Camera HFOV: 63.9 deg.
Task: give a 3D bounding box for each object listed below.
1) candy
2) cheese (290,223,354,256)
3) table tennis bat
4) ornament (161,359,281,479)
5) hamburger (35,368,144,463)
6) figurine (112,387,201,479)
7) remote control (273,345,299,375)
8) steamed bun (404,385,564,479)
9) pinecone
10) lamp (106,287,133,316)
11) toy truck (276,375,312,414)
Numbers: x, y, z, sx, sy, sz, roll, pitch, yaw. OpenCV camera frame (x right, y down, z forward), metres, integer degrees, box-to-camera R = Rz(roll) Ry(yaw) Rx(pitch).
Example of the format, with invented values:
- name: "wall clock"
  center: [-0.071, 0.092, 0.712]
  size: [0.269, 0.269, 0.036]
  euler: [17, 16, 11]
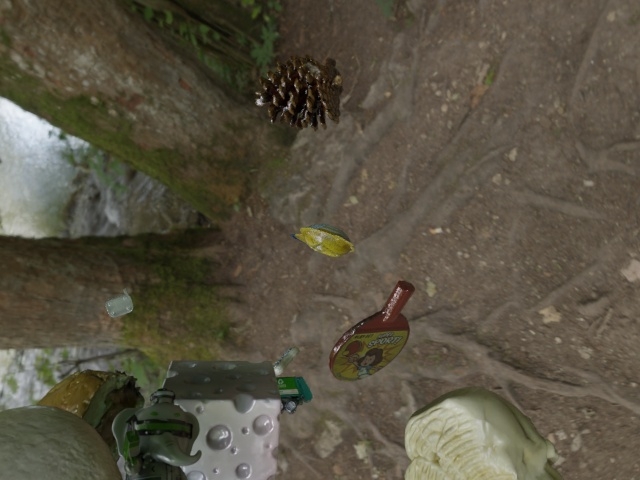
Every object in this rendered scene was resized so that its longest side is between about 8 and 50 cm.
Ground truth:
- name: "candy"
  center: [-0.374, 0.333, 0.606]
  size: [0.295, 0.185, 0.295]
  euler: [-4, 70, 11]
- name: "cheese"
  center: [0.000, 0.000, 1.551]
  size: [0.270, 0.177, 0.069]
  euler: [-2, 64, 58]
- name: "table tennis bat"
  center: [0.171, 0.287, 1.560]
  size: [0.051, 0.268, 0.414]
  euler: [57, 133, 42]
- name: "ornament"
  center: [-0.215, 0.406, 1.092]
  size: [0.239, 0.240, 0.240]
  euler: [-151, 64, -80]
- name: "hamburger"
  center: [-0.472, 0.373, 0.956]
  size: [0.211, 0.132, 0.309]
  euler: [-6, 48, 31]
- name: "figurine"
  center: [-0.255, 0.330, 0.813]
  size: [0.126, 0.147, 0.192]
  euler: [-39, 47, 38]
- name: "remote control"
  center: [-0.121, 0.405, 1.725]
  size: [0.032, 0.122, 0.074]
  euler: [48, 139, -1]
- name: "steamed bun"
  center: [0.297, 0.404, 0.914]
  size: [0.289, 0.203, 0.276]
  euler: [59, 136, 16]
- name: "pinecone"
  center: [-0.051, -0.352, 1.221]
  size: [0.212, 0.185, 0.168]
  euler: [11, 122, 11]
- name: "lamp"
  center: [-0.491, 0.152, 1.266]
  size: [0.050, 0.056, 0.198]
  euler: [71, 161, -5]
- name: "toy truck"
  center: [-0.155, 0.529, 1.736]
  size: [0.253, 0.114, 0.124]
  euler: [1, 66, -4]
